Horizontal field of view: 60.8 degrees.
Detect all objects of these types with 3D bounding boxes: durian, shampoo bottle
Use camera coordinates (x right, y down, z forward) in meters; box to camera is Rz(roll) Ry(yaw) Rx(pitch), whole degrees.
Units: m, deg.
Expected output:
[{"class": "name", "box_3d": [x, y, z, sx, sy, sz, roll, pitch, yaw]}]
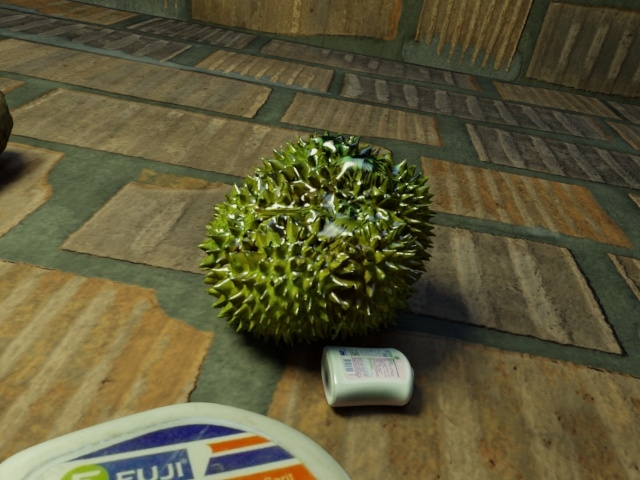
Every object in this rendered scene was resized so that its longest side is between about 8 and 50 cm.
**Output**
[{"class": "durian", "box_3d": [0.000, 0.001, 0.661, 0.290, 0.225, 0.291, -7, 57, 12]}, {"class": "shampoo bottle", "box_3d": [0.054, 0.146, 0.588, 0.099, 0.043, 0.072, 4, 29, -12]}]

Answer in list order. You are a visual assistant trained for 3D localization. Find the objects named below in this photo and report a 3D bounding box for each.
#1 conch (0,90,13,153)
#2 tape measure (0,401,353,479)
[{"class": "conch", "box_3d": [-0.594, -0.155, 0.745, 0.296, 0.210, 0.352, -12, 35, -20]}, {"class": "tape measure", "box_3d": [-0.078, 0.226, 0.336, 0.258, 0.130, 0.265, -2, 27, -25]}]
